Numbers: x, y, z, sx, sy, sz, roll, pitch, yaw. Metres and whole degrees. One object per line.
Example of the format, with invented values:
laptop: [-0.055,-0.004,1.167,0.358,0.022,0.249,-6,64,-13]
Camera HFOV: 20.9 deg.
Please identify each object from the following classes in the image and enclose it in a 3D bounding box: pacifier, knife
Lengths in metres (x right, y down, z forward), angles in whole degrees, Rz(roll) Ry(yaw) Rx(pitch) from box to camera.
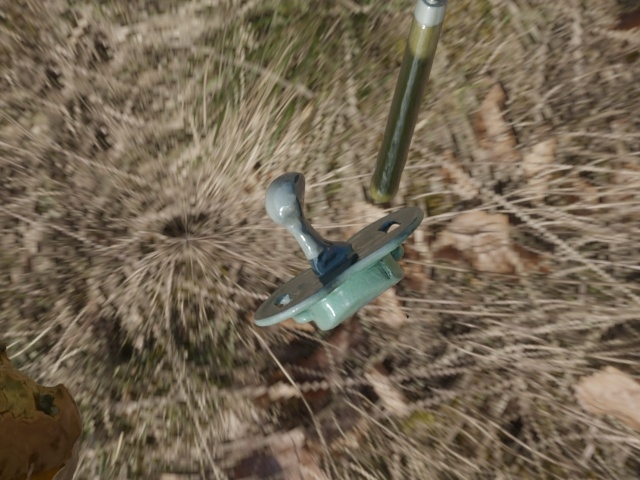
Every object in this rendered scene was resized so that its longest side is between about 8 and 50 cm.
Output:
pacifier: [0.000,0.000,1.296,0.150,0.127,0.116,-35,98,0]
knife: [0.063,-0.137,0.870,0.017,0.298,0.047,20,43,7]

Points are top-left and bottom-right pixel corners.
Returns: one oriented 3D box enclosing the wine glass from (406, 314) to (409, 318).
wine glass: [0.225,-0.003,0.824,0.264,0.096,0.309,39,54,-9]

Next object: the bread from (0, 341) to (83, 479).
bread: [-0.256,0.146,0.920,0.268,0.268,0.146,-46,73,-3]
